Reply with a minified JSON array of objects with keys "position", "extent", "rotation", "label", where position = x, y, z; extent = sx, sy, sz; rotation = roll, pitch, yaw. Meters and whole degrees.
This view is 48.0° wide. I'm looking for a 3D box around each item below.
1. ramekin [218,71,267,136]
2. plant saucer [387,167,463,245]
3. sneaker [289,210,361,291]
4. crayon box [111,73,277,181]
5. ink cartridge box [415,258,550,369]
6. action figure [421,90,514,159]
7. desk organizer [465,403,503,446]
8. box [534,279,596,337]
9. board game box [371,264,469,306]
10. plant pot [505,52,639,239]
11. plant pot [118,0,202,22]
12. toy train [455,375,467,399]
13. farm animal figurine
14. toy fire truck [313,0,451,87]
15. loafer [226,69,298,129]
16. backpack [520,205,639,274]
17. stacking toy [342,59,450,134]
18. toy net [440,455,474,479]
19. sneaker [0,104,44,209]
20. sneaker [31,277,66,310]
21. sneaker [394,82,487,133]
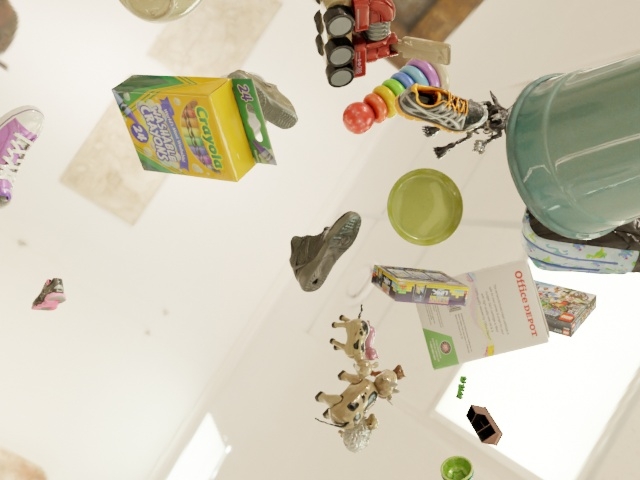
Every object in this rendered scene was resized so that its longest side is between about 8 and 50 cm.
[{"position":[-0.258,-0.423,2.233],"extent":[0.109,0.207,0.207],"rotation":[16,-113,34],"label":"ramekin"},{"position":[0.320,-0.102,2.217],"extent":[0.240,0.241,0.037],"rotation":[-57,-174,-4],"label":"plant saucer"},{"position":[0.000,0.000,1.706],"extent":[0.227,0.087,0.130],"rotation":[-55,-130,23],"label":"sneaker"},{"position":[-0.265,-0.236,1.499],"extent":[0.323,0.203,0.083],"rotation":[9,-139,30],"label":"crayon box"},{"position":[0.377,0.173,1.716],"extent":[0.278,0.201,0.117],"rotation":[-15,176,8],"label":"ink cartridge box"},{"position":[0.443,-0.326,2.077],"extent":[0.276,0.164,0.141],"rotation":[-21,-173,28],"label":"action figure"},{"position":[0.468,0.528,2.060],"extent":[0.130,0.050,0.047],"rotation":[-115,-137,-65],"label":"desk organizer"},{"position":[0.581,0.168,1.889],"extent":[0.233,0.044,0.159],"rotation":[14,-147,39],"label":"box"},{"position":[0.215,0.098,1.567],"extent":[0.141,0.171,0.048],"rotation":[-139,-123,-69],"label":"board game box"},{"position":[0.575,-0.190,1.285],"extent":[0.341,0.341,0.334],"rotation":[-61,-161,-20],"label":"plant pot"},{"position":[-0.434,-0.685,1.889],"extent":[0.284,0.284,0.190],"rotation":[-44,-150,37],"label":"plant pot"},{"position":[0.457,0.478,2.334],"extent":[0.024,0.017,0.083],"rotation":[-3,-126,37],"label":"toy train"},{"position":[0.123,0.402,2.033],"extent":[0.172,0.330,0.326],"rotation":[10,-124,46],"label":"farm animal figurine"},{"position":[0.122,-0.416,1.422],"extent":[0.217,0.247,0.158],"rotation":[86,-11,-60],"label":"toy fire truck"},{"position":[-0.170,-0.412,2.063],"extent":[0.094,0.251,0.087],"rotation":[-32,-137,29],"label":"loafer"},{"position":[0.785,-0.029,2.163],"extent":[0.273,0.356,0.290],"rotation":[98,-1,-57],"label":"backpack"},{"position":[0.198,-0.396,2.006],"extent":[0.330,0.141,0.141],"rotation":[-32,-172,-18],"label":"stacking toy"},{"position":[0.320,0.516,1.409],"extent":[0.122,0.045,0.232],"rotation":[-34,-146,-32],"label":"toy net"},{"position":[-0.725,-0.175,1.675],"extent":[0.282,0.102,0.161],"rotation":[-48,-120,3],"label":"sneaker"},{"position":[-0.555,0.109,1.468],"extent":[0.119,0.047,0.057],"rotation":[-26,-113,41],"label":"sneaker"},{"position":[0.276,-0.298,1.601],"extent":[0.083,0.215,0.084],"rotation":[125,-31,-66],"label":"sneaker"}]
